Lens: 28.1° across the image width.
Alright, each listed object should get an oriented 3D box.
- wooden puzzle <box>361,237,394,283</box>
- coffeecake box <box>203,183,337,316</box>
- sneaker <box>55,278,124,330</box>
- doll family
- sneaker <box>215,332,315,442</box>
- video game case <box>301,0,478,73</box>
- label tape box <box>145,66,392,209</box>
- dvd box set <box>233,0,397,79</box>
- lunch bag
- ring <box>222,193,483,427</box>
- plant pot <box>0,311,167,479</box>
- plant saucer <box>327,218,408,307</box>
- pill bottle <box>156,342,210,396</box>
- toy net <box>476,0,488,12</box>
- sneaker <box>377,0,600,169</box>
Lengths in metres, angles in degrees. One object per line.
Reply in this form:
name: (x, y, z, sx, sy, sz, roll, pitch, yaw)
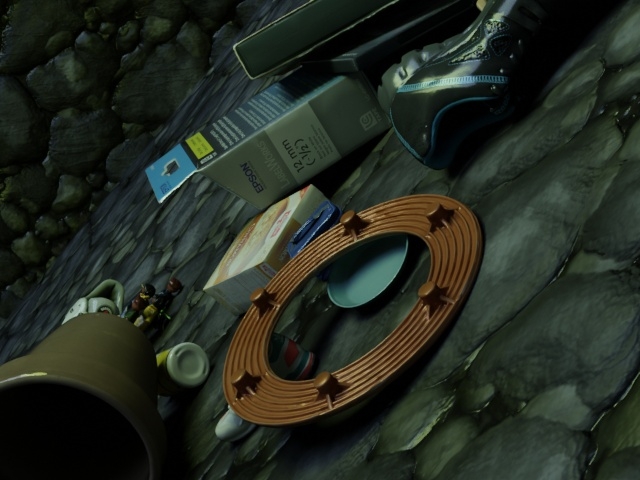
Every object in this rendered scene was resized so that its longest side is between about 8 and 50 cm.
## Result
wooden puzzle: (0.077, 0.007, 1.537, 0.116, 0.014, 0.078, -55, 13, -15)
coffeecake box: (-0.067, 0.016, 1.794, 0.185, 0.068, 0.142, -25, 29, 55)
sneaker: (-0.411, 0.175, 2.216, 0.330, 0.122, 0.146, -87, 23, -62)
doll family: (-0.296, 0.116, 2.174, 0.111, 0.076, 0.193, -52, 13, 14)
sneaker: (-0.082, 0.167, 1.499, 0.161, 0.075, 0.057, -44, 18, 22)
video game case: (0.123, -0.317, 1.875, 0.274, 0.026, 0.196, -32, 17, -17)
label tape box: (-0.086, -0.141, 1.944, 0.348, 0.115, 0.249, -35, 17, -3)
dvd box set: (0.035, -0.349, 1.991, 0.308, 0.062, 0.420, -28, 5, 7)
lunch bag: (0.000, 0.000, 1.658, 0.098, 0.065, 0.067, -49, 16, 4)
ring: (0.024, 0.063, 1.386, 0.337, 0.032, 0.336, -31, 28, 19)
plant pot: (-0.314, 0.218, 1.685, 0.263, 0.263, 0.229, -43, 16, 26)
plant saucer: (0.060, 0.031, 1.475, 0.119, 0.021, 0.119, -30, 39, 28)
pill bottle: (-0.209, 0.186, 1.811, 0.116, 0.065, 0.065, -27, 29, 55)
toy net: (0.257, -0.325, 1.723, 0.122, 0.045, 0.232, -21, 36, 56)
sneaker: (0.226, -0.217, 1.503, 0.341, 0.125, 0.139, -41, 46, 24)
